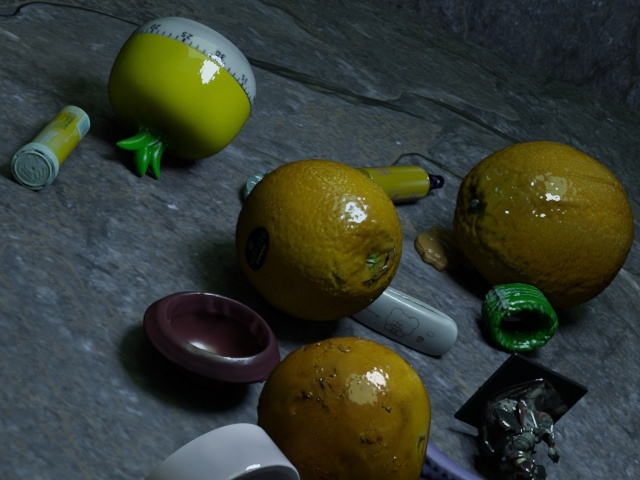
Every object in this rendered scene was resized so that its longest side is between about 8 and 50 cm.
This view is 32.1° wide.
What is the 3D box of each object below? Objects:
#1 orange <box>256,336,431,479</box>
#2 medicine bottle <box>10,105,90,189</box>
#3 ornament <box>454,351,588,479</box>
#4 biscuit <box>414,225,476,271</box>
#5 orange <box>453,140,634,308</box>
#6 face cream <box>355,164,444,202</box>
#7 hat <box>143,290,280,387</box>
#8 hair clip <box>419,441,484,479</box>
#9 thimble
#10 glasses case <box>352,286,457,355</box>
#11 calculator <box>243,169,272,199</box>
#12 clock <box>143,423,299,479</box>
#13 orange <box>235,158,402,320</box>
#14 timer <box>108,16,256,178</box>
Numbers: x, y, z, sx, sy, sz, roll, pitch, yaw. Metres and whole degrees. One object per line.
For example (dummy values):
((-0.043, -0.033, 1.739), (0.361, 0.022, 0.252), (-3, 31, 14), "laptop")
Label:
((0.029, 0.239, 1.433), (0.240, 0.240, 0.240), (22, 28, -12), "orange")
((-0.445, -0.160, 1.860), (0.074, 0.074, 0.218), (25, 26, -6), "medicine bottle")
((0.314, 0.308, 1.659), (0.153, 0.166, 0.196), (27, 28, -21), "ornament")
((0.259, 0.014, 2.245), (0.184, 0.027, 0.133), (3, 38, -38), "biscuit")
((0.426, -0.031, 2.155), (0.357, 0.322, 0.322), (13, 31, -35), "orange")
((0.167, -0.118, 2.326), (0.273, 0.078, 0.078), (-6, 43, -48), "face cream")
((-0.156, 0.151, 1.575), (0.206, 0.089, 0.205), (18, 27, -9), "hat")
((0.179, 0.337, 1.580), (0.278, 0.090, 0.137), (37, 15, 0), "hair clip")
((0.360, 0.139, 2.030), (0.130, 0.118, 0.090), (36, 19, -25), "thimble")
((0.140, 0.132, 1.887), (0.193, 0.074, 0.049), (26, 25, -6), "glasses case")
((-0.028, -0.058, 2.085), (0.246, 0.045, 0.141), (21, 28, -14), "calculator")
((-0.121, 0.297, 1.244), (0.197, 0.196, 0.068), (-4, 41, -46), "clock")
((0.000, 0.000, 1.776), (0.274, 0.274, 0.274), (22, 28, -12), "orange")
((-0.270, -0.235, 1.997), (0.285, 0.285, 0.285), (22, 28, -12), "timer")
